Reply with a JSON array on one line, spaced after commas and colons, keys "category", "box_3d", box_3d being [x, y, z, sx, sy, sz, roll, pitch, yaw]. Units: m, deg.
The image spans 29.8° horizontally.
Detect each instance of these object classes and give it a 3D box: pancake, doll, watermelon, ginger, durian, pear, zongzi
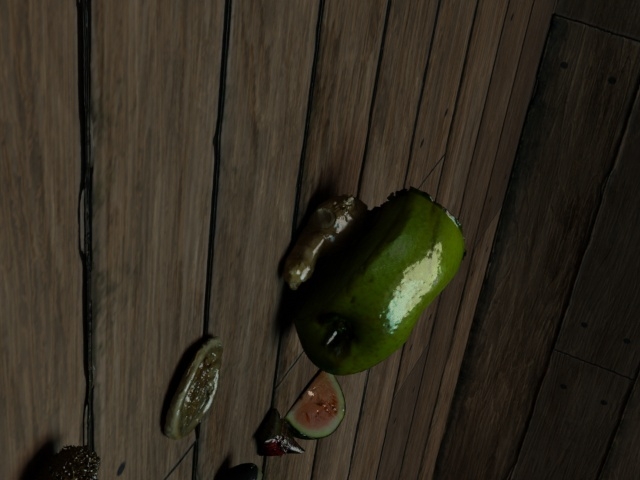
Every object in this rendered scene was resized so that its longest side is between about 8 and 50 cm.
[{"category": "pancake", "box_3d": [-0.155, 0.184, 1.502, 0.139, 0.022, 0.139, -59, 162, -32]}, {"category": "doll", "box_3d": [-0.123, 0.404, 1.783, 0.089, 0.102, 0.179, 3, 113, -32]}, {"category": "watermelon", "box_3d": [-0.016, 0.298, 2.069, 0.069, 0.087, 0.163, -34, -172, 40]}, {"category": "ginger", "box_3d": [0.001, 0.003, 1.718, 0.165, 0.067, 0.096, -51, 162, -12]}, {"category": "durian", "box_3d": [-0.247, 0.242, 1.190, 0.080, 0.080, 0.091, 95, 12, -45]}, {"category": "pear", "box_3d": [0.085, 0.077, 1.756, 0.255, 0.164, 0.238, -59, -165, -28]}, {"category": "zongzi", "box_3d": [-0.059, 0.317, 1.894, 0.067, 0.074, 0.083, -79, 176, -45]}]
